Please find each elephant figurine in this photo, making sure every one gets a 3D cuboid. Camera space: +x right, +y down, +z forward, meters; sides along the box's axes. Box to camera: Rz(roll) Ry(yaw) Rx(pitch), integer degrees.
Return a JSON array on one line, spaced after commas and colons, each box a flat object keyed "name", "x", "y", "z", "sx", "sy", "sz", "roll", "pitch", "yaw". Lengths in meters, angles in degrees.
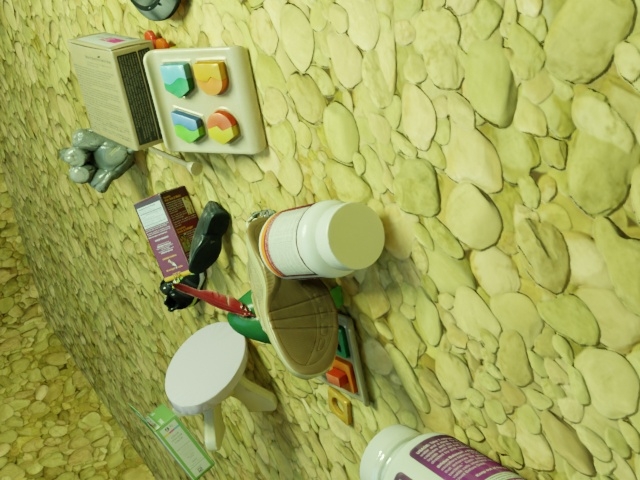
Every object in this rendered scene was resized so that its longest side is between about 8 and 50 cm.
[{"name": "elephant figurine", "x": -0.541, "y": -0.226, "z": 2.023, "sx": 0.239, "sy": 0.186, "sz": 0.169, "roll": -119, "pitch": 51, "yaw": -70}]

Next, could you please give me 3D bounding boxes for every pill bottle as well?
[{"name": "pill bottle", "x": 0.196, "y": 0.387, "z": 1.213, "sx": 0.302, "sy": 0.169, "sz": 0.169, "roll": 22, "pitch": 130, "yaw": 53}, {"name": "pill bottle", "x": 0.000, "y": 0.000, "z": 1.292, "sx": 0.221, "sy": 0.121, "sz": 0.121, "roll": -8, "pitch": 105, "yaw": 61}]

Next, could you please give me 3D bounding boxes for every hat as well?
[{"name": "hat", "x": -0.167, "y": 0.172, "z": 1.645, "sx": 0.208, "sy": 0.184, "sz": 0.173, "roll": 50, "pitch": 149, "yaw": 26}]

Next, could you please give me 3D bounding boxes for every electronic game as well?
[{"name": "electronic game", "x": -0.313, "y": -0.516, "z": 1.498, "sx": 0.229, "sy": 0.048, "sz": 0.229, "roll": 28, "pitch": 128, "yaw": 42}]

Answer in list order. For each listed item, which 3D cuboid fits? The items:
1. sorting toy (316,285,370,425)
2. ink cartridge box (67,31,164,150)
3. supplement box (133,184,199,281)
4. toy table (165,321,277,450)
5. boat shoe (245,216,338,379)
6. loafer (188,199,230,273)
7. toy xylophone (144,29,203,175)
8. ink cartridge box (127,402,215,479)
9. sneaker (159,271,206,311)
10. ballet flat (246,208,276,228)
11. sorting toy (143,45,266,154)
[{"name": "sorting toy", "x": 0.009, "y": 0.207, "z": 1.518, "sx": 0.196, "sy": 0.047, "sz": 0.347, "roll": 20, "pitch": 129, "yaw": 53}, {"name": "ink cartridge box", "x": -0.385, "y": -0.291, "z": 1.580, "sx": 0.235, "sy": 0.088, "sz": 0.193, "roll": 26, "pitch": 131, "yaw": 51}, {"name": "supplement box", "x": -0.323, "y": -0.017, "z": 1.824, "sx": 0.081, "sy": 0.104, "sz": 0.188, "roll": -19, "pitch": 96, "yaw": 27}, {"name": "toy table", "x": -0.237, "y": 0.330, "z": 1.853, "sx": 0.252, "sy": 0.274, "sz": 0.160, "roll": 0, "pitch": 125, "yaw": 23}, {"name": "boat shoe", "x": -0.054, "y": 0.109, "z": 1.418, "sx": 0.110, "sy": 0.122, "sz": 0.341, "roll": 104, "pitch": 156, "yaw": -43}, {"name": "loafer", "x": -0.241, "y": -0.006, "z": 1.739, "sx": 0.170, "sy": 0.062, "sz": 0.061, "roll": -62, "pitch": 40, "yaw": 24}, {"name": "toy xylophone", "x": -0.286, "y": -0.267, "z": 1.611, "sx": 0.323, "sy": 0.081, "sz": 0.236, "roll": 34, "pitch": 138, "yaw": 45}, {"name": "ink cartridge box", "x": -0.329, "y": 0.425, "z": 1.817, "sx": 0.209, "sy": 0.062, "sz": 0.109, "roll": 55, "pitch": 161, "yaw": -17}, {"name": "sneaker", "x": -0.335, "y": 0.101, "z": 1.968, "sx": 0.084, "sy": 0.097, "sz": 0.234, "roll": 48, "pitch": 148, "yaw": 28}, {"name": "ballet flat", "x": -0.120, "y": -0.036, "z": 1.556, "sx": 0.114, "sy": 0.041, "sz": 0.041, "roll": -20, "pitch": 94, "yaw": 62}, {"name": "sorting toy", "x": -0.207, "y": -0.241, "z": 1.446, "sx": 0.208, "sy": 0.038, "sz": 0.192, "roll": 3, "pitch": 118, "yaw": 27}]
